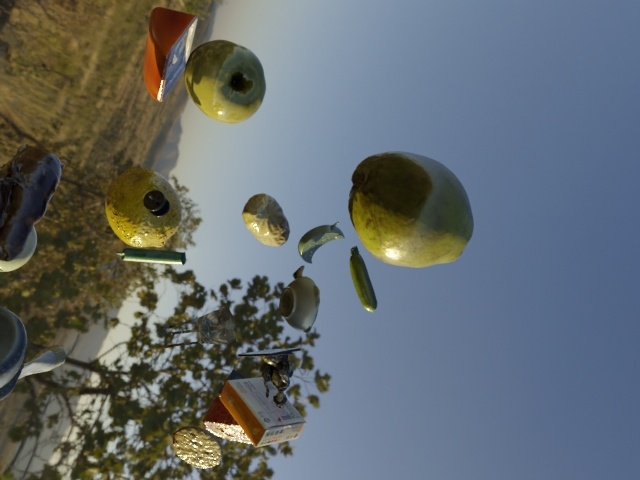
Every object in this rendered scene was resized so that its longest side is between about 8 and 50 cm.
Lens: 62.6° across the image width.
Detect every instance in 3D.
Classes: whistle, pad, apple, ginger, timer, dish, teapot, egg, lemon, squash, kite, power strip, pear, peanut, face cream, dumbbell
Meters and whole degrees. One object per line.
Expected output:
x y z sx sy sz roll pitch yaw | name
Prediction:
-0.460 0.043 1.427 0.039 0.186 0.039 4 90 -84 | whistle
-0.380 0.708 2.483 0.004 0.190 0.127 2 -125 52 | pad
-0.302 -0.505 1.667 0.262 0.262 0.263 -53 -157 36 | apple
-0.874 -0.154 1.476 0.176 0.254 0.419 -19 -140 19 | ginger
-0.566 -0.678 1.929 0.257 0.161 0.250 128 -31 -52 | timer
-0.091 0.207 1.861 0.224 0.078 0.246 -44 -133 45 | dish
-0.913 0.340 1.355 0.305 0.223 0.285 -45 171 -40 | teapot
-1.072 -0.006 1.792 0.187 0.186 0.253 -53 -142 35 | egg
-0.633 -0.121 1.877 0.258 0.257 0.311 -23 -95 64 | lemon
0.152 0.145 1.951 0.066 0.066 0.252 -16 -89 66 | squash
-0.505 0.389 2.221 0.015 0.309 0.169 109 -37 -58 | kite
0.000 0.000 1.998 0.216 0.137 0.044 -39 -130 19 | power strip
0.278 -0.094 1.620 0.352 0.413 0.352 -60 -172 14 | pear
-0.193 -0.066 1.954 0.313 0.152 0.152 72 32 -68 | peanut
-0.887 0.387 1.607 0.114 0.070 0.224 -44 174 18 | face cream
-0.515 -0.116 1.659 0.147 0.069 0.070 86 20 -74 | dumbbell

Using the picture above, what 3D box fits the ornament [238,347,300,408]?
-0.155 0.464 1.752 0.166 0.153 0.196 -12 -99 38 | ornament

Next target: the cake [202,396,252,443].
-0.365 0.786 2.291 0.282 0.177 0.151 -7 -145 27 | cake

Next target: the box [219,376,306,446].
-0.214 0.624 1.943 0.274 0.220 0.091 38 -71 41 | box

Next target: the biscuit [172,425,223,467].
-0.265 0.446 1.135 0.120 0.120 0.015 -57 -178 27 | biscuit
